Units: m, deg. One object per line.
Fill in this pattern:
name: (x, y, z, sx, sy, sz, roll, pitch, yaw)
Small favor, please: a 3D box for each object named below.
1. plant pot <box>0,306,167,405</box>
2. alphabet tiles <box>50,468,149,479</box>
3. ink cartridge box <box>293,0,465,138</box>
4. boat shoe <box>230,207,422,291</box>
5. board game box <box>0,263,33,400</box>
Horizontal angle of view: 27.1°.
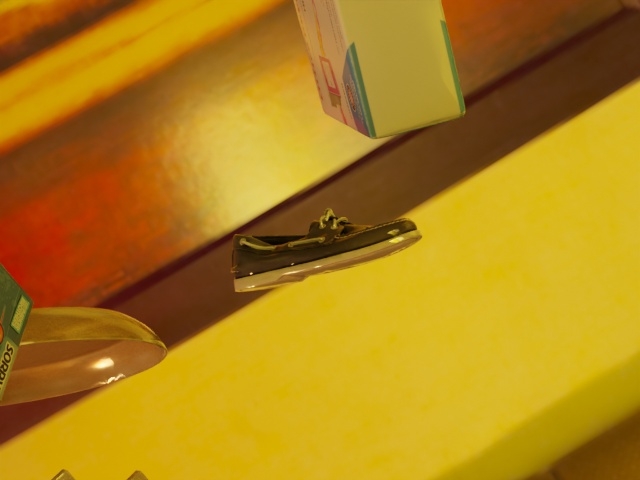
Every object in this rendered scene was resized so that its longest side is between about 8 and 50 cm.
plant pot: (-0.230, 0.087, 0.966, 0.236, 0.032, 0.236, -10, -13, -2)
alphabet tiles: (-0.179, 0.288, 0.944, 0.237, 0.198, 0.009, -44, 20, -22)
ink cartridge box: (0.025, -0.105, 0.676, 0.052, 0.089, 0.122, -16, 13, -6)
boat shoe: (0.000, 0.000, 1.328, 0.206, 0.065, 0.075, -15, -10, 23)
board game box: (-0.218, 0.081, 0.508, 0.201, 0.035, 0.136, -10, 46, 22)
